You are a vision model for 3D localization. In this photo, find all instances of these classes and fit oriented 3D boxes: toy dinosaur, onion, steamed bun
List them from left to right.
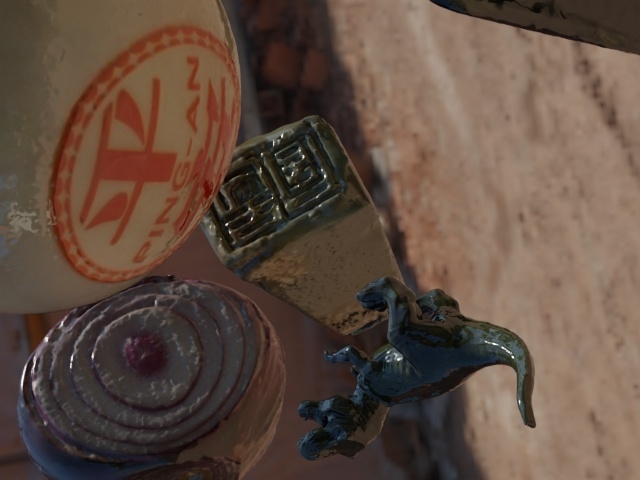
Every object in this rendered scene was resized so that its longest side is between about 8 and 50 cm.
[{"bbox_3d":[-0.128,-0.066,0.904,0.145,0.232,0.232,18,124,33],"label":"steamed bun"},{"bbox_3d":[-0.197,0.217,2.099,0.282,0.337,0.260,56,166,34],"label":"onion"},{"bbox_3d":[0.079,0.117,1.188,0.187,0.087,0.179,-50,51,25],"label":"toy dinosaur"}]

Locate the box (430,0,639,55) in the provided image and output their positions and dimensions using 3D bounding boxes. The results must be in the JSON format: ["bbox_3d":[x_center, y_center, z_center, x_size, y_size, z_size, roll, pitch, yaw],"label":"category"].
[{"bbox_3d":[0.205,-0.299,1.662,0.359,0.350,0.091,-114,40,-54],"label":"box"}]

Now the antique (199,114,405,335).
[{"bbox_3d":[0.000,0.000,1.635,0.125,0.150,0.284,65,-171,27],"label":"antique"}]
